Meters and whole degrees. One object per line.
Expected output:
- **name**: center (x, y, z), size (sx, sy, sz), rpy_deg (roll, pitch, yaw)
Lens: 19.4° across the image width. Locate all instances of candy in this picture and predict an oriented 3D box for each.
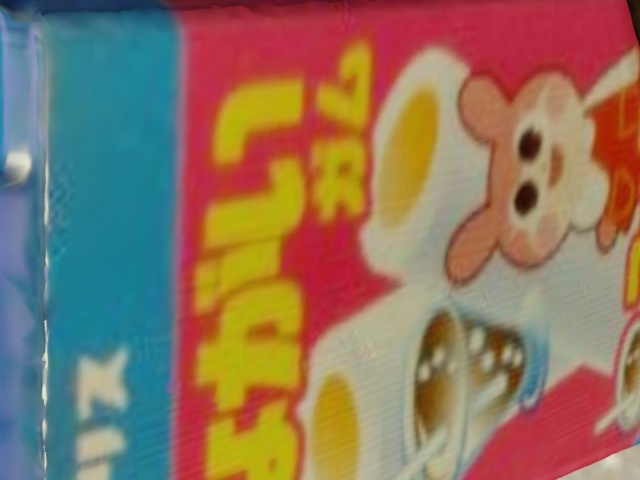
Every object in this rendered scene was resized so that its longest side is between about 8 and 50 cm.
- **candy**: center (-0.001, 0.000, 0.531), size (0.100, 0.306, 0.157), rpy_deg (13, 106, 37)

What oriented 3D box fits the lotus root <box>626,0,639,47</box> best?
- **lotus root**: center (0.208, -0.013, 0.514), size (0.196, 0.179, 0.397), rpy_deg (-24, 88, 5)
